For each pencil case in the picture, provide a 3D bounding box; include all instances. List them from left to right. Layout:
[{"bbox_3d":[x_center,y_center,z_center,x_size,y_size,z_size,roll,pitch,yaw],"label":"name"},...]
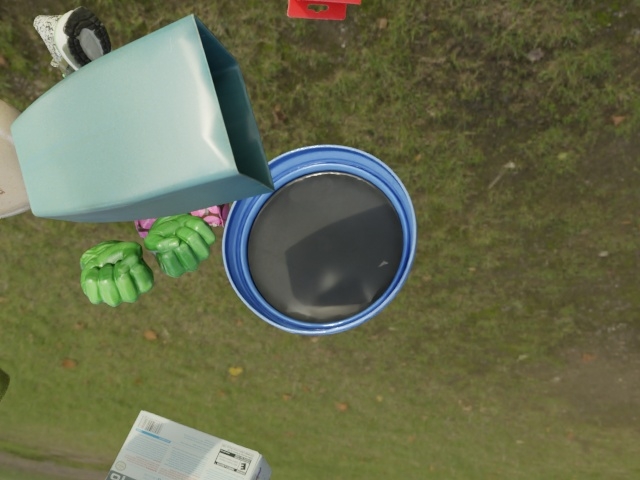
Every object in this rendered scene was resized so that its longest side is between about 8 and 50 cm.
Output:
[{"bbox_3d":[-0.313,-0.057,1.503,0.209,0.098,0.095,-12,166,10],"label":"pencil case"}]

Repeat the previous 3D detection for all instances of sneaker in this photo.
[{"bbox_3d":[-0.628,-0.456,1.799,0.182,0.158,0.410,21,149,22],"label":"sneaker"}]

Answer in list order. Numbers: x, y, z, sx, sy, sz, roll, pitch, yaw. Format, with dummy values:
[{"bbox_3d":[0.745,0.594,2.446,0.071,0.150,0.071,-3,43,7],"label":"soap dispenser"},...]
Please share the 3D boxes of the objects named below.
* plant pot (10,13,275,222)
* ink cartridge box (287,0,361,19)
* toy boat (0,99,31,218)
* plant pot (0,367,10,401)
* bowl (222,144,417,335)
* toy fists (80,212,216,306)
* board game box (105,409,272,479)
[{"bbox_3d":[-0.198,-0.107,0.734,0.234,0.166,0.165,-16,176,8],"label":"plant pot"},{"bbox_3d":[0.016,-0.536,1.286,0.134,0.078,0.231,-4,122,-19],"label":"ink cartridge box"},{"bbox_3d":[-0.610,-0.133,1.081,0.318,0.148,0.267,-19,145,-6],"label":"toy boat"},{"bbox_3d":[-0.882,0.282,1.422,0.366,0.366,0.353,-17,124,44],"label":"plant pot"},{"bbox_3d":[0.000,0.000,1.341,0.391,0.391,0.077,3,163,14],"label":"bowl"},{"bbox_3d":[-0.345,0.032,1.339,0.279,0.142,0.096,-27,135,-19],"label":"toy fists"},{"bbox_3d":[-0.240,0.449,1.033,0.224,0.303,0.097,15,149,18],"label":"board game box"}]
